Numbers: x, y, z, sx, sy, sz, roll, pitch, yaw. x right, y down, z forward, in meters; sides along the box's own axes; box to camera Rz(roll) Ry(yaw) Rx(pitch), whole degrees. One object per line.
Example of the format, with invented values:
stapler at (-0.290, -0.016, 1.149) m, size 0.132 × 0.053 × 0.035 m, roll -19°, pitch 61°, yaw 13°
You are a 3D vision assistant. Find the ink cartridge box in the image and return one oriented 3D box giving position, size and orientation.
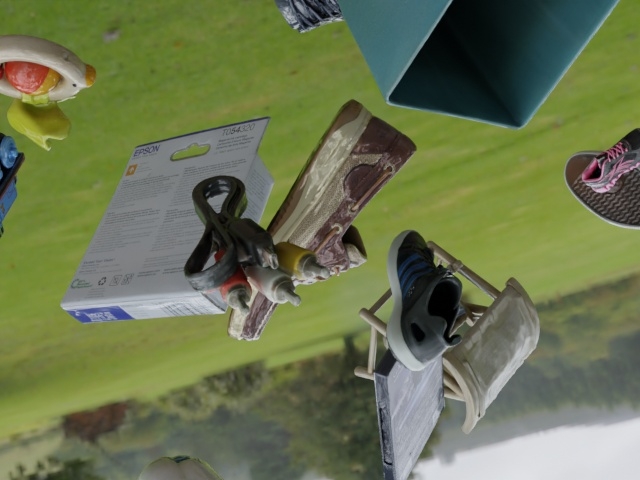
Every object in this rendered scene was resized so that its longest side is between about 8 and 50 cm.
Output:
ink cartridge box at (-0.229, -0.027, 1.741) m, size 0.324 × 0.330 × 0.071 m, roll -7°, pitch 141°, yaw 39°

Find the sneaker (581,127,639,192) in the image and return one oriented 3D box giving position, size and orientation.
sneaker at (0.429, -0.119, 1.603) m, size 0.057 × 0.047 × 0.119 m, roll 13°, pitch 128°, yaw -41°

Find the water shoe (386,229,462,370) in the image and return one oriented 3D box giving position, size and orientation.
water shoe at (0.122, 0.056, 1.196) m, size 0.080 × 0.203 × 0.073 m, roll -29°, pitch 124°, yaw 27°

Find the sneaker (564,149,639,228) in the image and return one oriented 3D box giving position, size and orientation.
sneaker at (0.532, -0.067, 1.746) m, size 0.290 × 0.106 × 0.123 m, roll 25°, pitch -157°, yaw 18°

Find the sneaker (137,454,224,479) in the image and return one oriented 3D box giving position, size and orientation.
sneaker at (0.020, 0.173, 0.509) m, size 0.126 × 0.240 × 0.091 m, roll -37°, pitch -167°, yaw -19°

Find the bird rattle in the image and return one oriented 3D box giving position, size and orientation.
bird rattle at (-0.457, -0.261, 1.648) m, size 0.207 × 0.143 × 0.253 m, roll -14°, pitch 146°, yaw 34°

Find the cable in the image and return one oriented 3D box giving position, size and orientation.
cable at (-0.104, 0.007, 1.238) m, size 0.139 × 0.072 × 0.287 m, roll -22°, pitch -155°, yaw -15°

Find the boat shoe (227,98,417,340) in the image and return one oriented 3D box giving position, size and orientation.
boat shoe at (0.000, 0.000, 1.318) m, size 0.342 × 0.123 × 0.123 m, roll -59°, pitch -175°, yaw 21°

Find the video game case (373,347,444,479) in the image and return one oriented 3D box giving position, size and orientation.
video game case at (0.139, 0.228, 1.662) m, size 0.026 × 0.274 × 0.196 m, roll 14°, pitch -135°, yaw 24°

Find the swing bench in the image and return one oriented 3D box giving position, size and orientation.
swing bench at (0.235, 0.168, 1.977) m, size 0.253 × 0.254 × 0.165 m, roll -43°, pitch 147°, yaw -40°

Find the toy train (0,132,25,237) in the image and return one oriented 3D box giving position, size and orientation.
toy train at (-0.437, -0.061, 1.403) m, size 0.080 × 0.184 × 0.105 m, roll 3°, pitch 129°, yaw 7°

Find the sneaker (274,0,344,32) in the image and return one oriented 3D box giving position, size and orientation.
sneaker at (0.015, -0.283, 1.258) m, size 0.121 × 0.111 × 0.300 m, roll -36°, pitch -158°, yaw 2°

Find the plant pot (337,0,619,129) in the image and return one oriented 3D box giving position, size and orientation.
plant pot at (0.112, -0.246, 0.963) m, size 0.165 × 0.234 × 0.166 m, roll 5°, pitch 133°, yaw -37°
